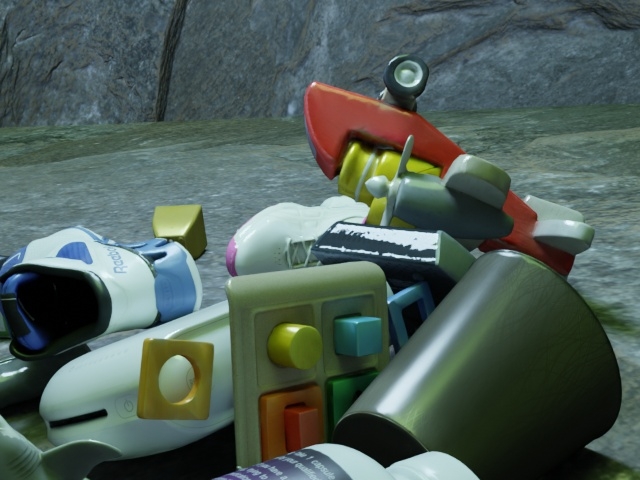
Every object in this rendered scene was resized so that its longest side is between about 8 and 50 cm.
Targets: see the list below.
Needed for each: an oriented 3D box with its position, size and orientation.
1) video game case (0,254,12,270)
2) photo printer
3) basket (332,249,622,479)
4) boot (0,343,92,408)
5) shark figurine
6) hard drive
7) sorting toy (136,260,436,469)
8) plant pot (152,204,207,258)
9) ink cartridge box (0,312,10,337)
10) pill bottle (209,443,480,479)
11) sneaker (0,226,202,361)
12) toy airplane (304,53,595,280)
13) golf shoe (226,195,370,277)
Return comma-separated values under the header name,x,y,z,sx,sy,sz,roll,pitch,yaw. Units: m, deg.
name,x,y,z,sx,sy,sz,roll,pitch,yaw
video game case,-0.681,0.067,1.463,0.248,0.035,0.275,5,19,27
photo printer,-0.110,0.122,0.899,0.308,0.107,0.256,-19,-2,-40
basket,0.131,0.146,0.788,0.227,0.204,0.154,-32,7,-39
boot,-0.349,0.168,1.006,0.209,0.076,0.190,-5,16,-26
shark figurine,-0.183,0.235,0.729,0.278,0.166,0.116,18,48,5
hard drive,0.117,0.054,1.026,0.172,0.054,0.255,7,-22,35
sorting toy,0.004,0.121,0.798,0.348,0.195,0.047,-6,0,-41
plant pot,-0.241,-0.006,1.536,0.081,0.081,0.083,-3,27,5
ink cartridge box,-0.418,0.074,1.330,0.109,0.062,0.209,-1,16,14
pill bottle,-0.049,0.227,0.516,0.323,0.181,0.181,-13,19,-26
sneaker,-0.307,0.056,1.044,0.316,0.127,0.182,-2,7,39
toy airplane,0.152,-0.022,1.193,0.272,0.386,0.384,-48,40,-10
golf shoe,0.000,0.000,1.405,0.306,0.115,0.140,-18,25,-37
